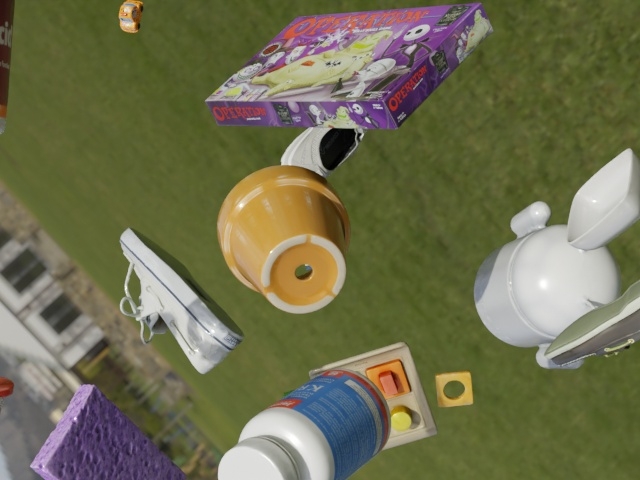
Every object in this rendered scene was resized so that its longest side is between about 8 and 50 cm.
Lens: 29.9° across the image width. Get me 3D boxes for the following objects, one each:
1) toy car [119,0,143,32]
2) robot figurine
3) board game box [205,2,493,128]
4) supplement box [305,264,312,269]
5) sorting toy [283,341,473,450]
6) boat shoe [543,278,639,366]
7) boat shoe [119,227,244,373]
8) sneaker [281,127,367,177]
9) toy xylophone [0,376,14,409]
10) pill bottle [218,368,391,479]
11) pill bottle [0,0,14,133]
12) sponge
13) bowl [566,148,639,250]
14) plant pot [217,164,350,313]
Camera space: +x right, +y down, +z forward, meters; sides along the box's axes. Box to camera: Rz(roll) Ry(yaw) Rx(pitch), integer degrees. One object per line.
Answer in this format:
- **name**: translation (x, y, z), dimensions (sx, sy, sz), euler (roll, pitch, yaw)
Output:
- **toy car**: translation (-0.372, -0.419, 2.139), dimensions (0.122, 0.060, 0.040), euler (30, -171, 16)
- **robot figurine**: translation (0.403, 0.084, 2.133), dimensions (0.353, 0.200, 0.300), euler (143, 113, -72)
- **board game box**: translation (0.027, -0.222, 1.534), dimensions (0.347, 0.208, 0.056), euler (7, 131, 48)
- **supplement box**: translation (0.000, 0.000, 2.246), dimensions (0.083, 0.056, 0.083), euler (-47, -56, -64)
- **sorting toy**: translation (0.095, 0.286, 2.077), dimensions (0.047, 0.348, 0.196), euler (-87, -22, -70)
- **boat shoe**: translation (0.414, 0.126, 1.682), dimensions (0.068, 0.081, 0.228), euler (46, 128, -7)
- **boat shoe**: translation (-0.305, 0.129, 2.314), dimensions (0.367, 0.156, 0.136), euler (43, -176, 30)
- **sneaker**: translation (0.055, -0.203, 2.062), dimensions (0.105, 0.281, 0.115), euler (41, 164, -28)
- **toy xylophone**: translation (-0.558, 0.187, 1.515), dimensions (0.323, 0.081, 0.236), euler (23, -159, 29)
- **pill bottle**: translation (-0.019, 0.240, 1.397), dimensions (0.124, 0.124, 0.221), euler (44, -149, 14)
- **pill bottle**: translation (-0.642, -0.385, 2.062), dimensions (0.224, 0.392, 0.224), euler (4, -179, 0)
- **sponge**: translation (-0.248, 0.278, 1.437), dimensions (0.031, 0.117, 0.210), euler (-1, 139, 37)
- **bowl**: translation (0.438, -0.053, 1.807), dimensions (0.053, 0.142, 0.142), euler (35, 132, -12)
- **plant pot**: translation (-0.043, 0.013, 1.808), dimensions (0.205, 0.205, 0.188), euler (52, -175, -27)
